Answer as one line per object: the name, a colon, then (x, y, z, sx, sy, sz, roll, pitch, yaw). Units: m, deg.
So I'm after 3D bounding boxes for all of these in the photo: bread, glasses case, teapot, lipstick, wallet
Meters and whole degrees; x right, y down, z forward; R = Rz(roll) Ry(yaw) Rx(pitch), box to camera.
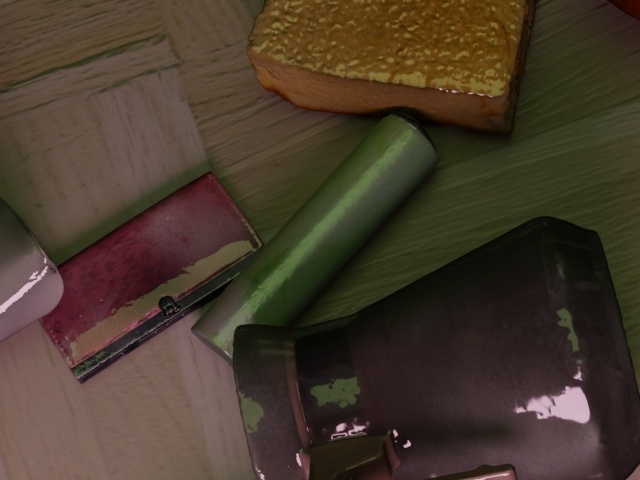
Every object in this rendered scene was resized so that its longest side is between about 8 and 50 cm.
bread: (0.075, -0.216, 1.848, 0.275, 0.114, 0.184, 9, 67, 9)
glasses case: (-0.401, 0.083, 1.801, 0.308, 0.083, 0.128, -32, 56, 1)
teapot: (0.111, 0.143, 1.624, 0.344, 0.253, 0.300, -16, 24, 8)
lipstick: (0.000, 0.000, 1.792, 0.076, 0.076, 0.304, 38, 78, 18)
wallet: (-0.175, 0.034, 1.826, 0.232, 0.025, 0.119, -33, 68, -7)

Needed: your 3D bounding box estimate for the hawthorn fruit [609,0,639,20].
hawthorn fruit: (0.385, -0.364, 1.786, 0.311, 0.295, 0.295, -24, 68, -4)
